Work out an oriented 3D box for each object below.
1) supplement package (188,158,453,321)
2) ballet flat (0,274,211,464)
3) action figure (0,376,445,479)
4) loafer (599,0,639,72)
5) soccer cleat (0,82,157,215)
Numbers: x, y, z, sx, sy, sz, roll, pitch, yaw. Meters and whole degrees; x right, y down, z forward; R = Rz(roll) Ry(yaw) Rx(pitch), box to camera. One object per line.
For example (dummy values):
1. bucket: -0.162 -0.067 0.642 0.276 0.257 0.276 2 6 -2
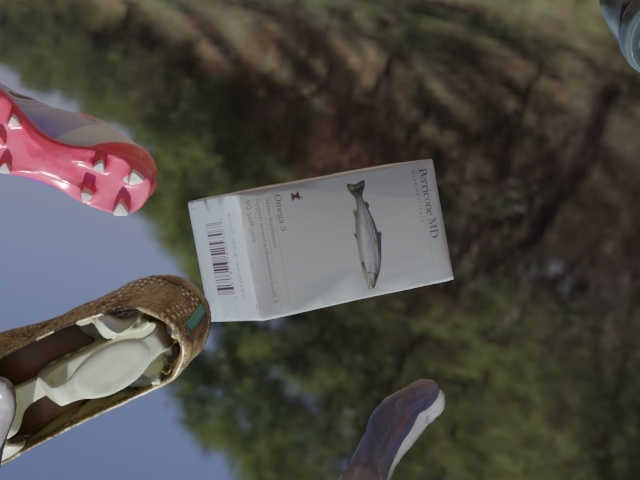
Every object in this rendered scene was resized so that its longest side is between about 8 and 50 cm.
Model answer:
1. supplement package: 0.000 0.000 1.618 0.179 0.105 0.105 -12 -179 -26
2. ballet flat: -0.157 0.080 1.104 0.206 0.073 0.067 -30 -168 5
3. action figure: 0.025 0.212 0.706 0.341 0.178 0.330 13 -132 -40
4. loafer: 0.319 -0.155 1.384 0.267 0.096 0.084 4 -149 -22
5. soccer cleat: -0.267 -0.100 1.858 0.248 0.083 0.095 24 -160 -10
